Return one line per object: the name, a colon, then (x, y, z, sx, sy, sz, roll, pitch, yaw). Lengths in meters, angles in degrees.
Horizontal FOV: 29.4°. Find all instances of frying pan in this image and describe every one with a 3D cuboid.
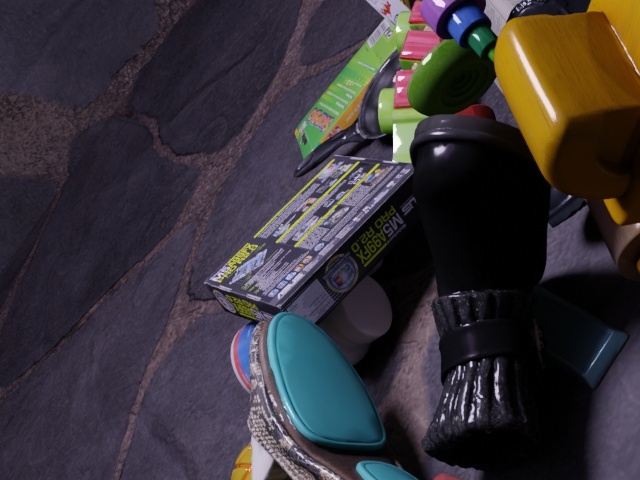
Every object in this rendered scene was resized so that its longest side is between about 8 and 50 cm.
frying pan: (0.092, -0.184, 1.880, 0.326, 0.053, 0.197, -53, 26, 11)

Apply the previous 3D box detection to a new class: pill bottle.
pill bottle: (-0.010, 0.127, 1.634, 0.221, 0.124, 0.124, -34, 34, 39)

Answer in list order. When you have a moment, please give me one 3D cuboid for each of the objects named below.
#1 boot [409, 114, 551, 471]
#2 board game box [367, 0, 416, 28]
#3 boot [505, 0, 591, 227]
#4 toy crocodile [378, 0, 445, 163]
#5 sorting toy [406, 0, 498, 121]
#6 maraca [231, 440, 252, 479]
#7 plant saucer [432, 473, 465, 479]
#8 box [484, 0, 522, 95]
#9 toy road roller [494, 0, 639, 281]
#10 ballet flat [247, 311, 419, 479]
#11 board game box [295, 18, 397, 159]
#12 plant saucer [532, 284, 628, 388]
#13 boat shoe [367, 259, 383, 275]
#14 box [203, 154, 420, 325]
boot: (0.156, 0.063, 1.197, 0.131, 0.348, 0.260, 2, 61, 21)
board game box: (0.135, -0.481, 1.924, 0.053, 0.193, 0.305, -26, 32, 47)
boot: (0.275, -0.166, 1.337, 0.246, 0.207, 0.094, -48, -9, 14)
toy crocodile: (0.148, -0.249, 1.725, 0.115, 0.105, 0.340, 3, 65, 19)
sorting toy: (0.187, -0.147, 1.432, 0.127, 0.365, 0.126, -30, 61, -9)
maraca: (-0.064, 0.317, 1.540, 0.185, 0.099, 0.127, -83, 19, -52)
plant saucer: (0.154, 0.349, 1.026, 0.258, 0.048, 0.259, 16, 74, 32)
box: (0.258, -0.288, 1.546, 0.121, 0.148, 0.311, -14, 33, -2)
toy road roller: (0.271, -0.099, 1.093, 0.329, 0.241, 0.202, 100, 159, -52)
ballet flat: (0.022, 0.270, 1.296, 0.483, 0.164, 0.182, 46, 113, 47)
board game box: (0.052, -0.250, 2.052, 0.259, 0.039, 0.124, -47, 26, 17)
plant saucer: (0.255, 0.096, 1.311, 0.067, 0.018, 0.192, -57, 24, 1)
boat shoe: (0.043, -0.038, 1.763, 0.081, 0.068, 0.227, -27, 34, 11)
box: (0.000, 0.000, 1.603, 0.270, 0.060, 0.216, -45, 26, -19)
